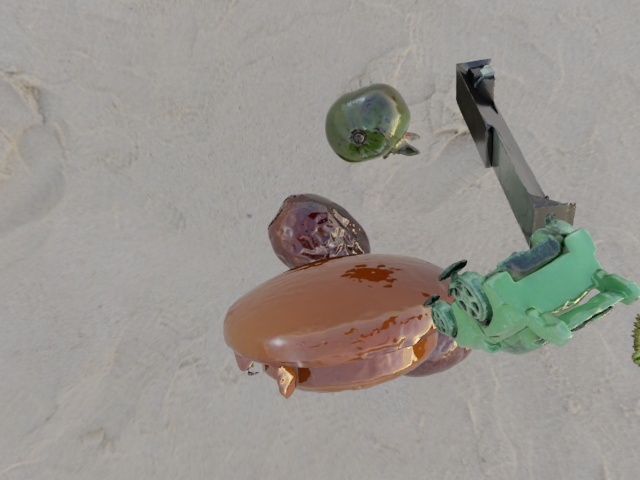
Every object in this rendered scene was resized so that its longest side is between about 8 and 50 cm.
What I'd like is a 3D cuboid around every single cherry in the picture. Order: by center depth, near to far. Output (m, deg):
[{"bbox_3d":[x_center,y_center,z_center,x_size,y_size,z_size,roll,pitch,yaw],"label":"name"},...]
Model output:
[{"bbox_3d":[0.205,0.190,1.225,0.230,0.300,0.203,-29,91,-52],"label":"cherry"}]

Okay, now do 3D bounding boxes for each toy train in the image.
[{"bbox_3d":[0.139,0.043,0.402,0.099,0.149,0.081,-26,69,-14],"label":"toy train"}]

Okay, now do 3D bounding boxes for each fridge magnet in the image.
[{"bbox_3d":[0.033,0.109,0.870,0.363,0.363,0.155,-13,102,-8],"label":"fridge magnet"}]

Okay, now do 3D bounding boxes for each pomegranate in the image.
[{"bbox_3d":[0.102,-0.201,1.051,0.151,0.191,0.131,-13,69,31],"label":"pomegranate"}]

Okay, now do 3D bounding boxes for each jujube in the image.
[{"bbox_3d":[0.000,0.000,1.284,0.243,0.183,0.184,34,83,-19],"label":"jujube"}]

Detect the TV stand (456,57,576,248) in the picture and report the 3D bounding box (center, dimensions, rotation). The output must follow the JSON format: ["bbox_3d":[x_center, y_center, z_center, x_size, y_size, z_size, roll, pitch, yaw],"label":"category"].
[{"bbox_3d":[0.177,-0.096,0.550,0.040,0.257,0.049,-8,131,5],"label":"TV stand"}]

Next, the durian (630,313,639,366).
[{"bbox_3d":[0.585,0.178,0.832,0.176,0.200,0.237,-13,50,-25],"label":"durian"}]
